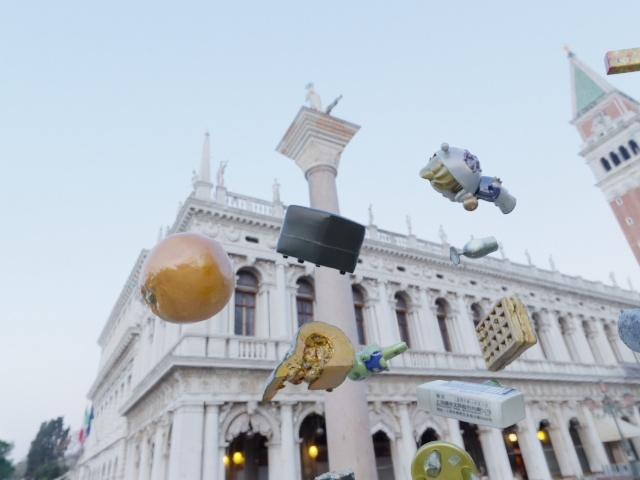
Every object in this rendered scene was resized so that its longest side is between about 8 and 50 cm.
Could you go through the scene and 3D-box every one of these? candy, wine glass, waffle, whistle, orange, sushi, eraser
[{"bbox_3d":[0.917,-0.534,1.258,0.122,0.062,0.038,-2,-20,17],"label":"candy"},{"bbox_3d":[0.748,0.047,2.065,0.222,0.103,0.103,-15,-29,-7],"label":"wine glass"},{"bbox_3d":[0.760,0.396,1.771,0.098,0.224,0.328,3,-37,-5],"label":"waffle"},{"bbox_3d":[0.165,0.375,1.318,0.227,0.085,0.105,-25,-44,5],"label":"whistle"},{"bbox_3d":[-0.439,0.126,1.397,0.312,0.312,0.312,-4,-29,-2],"label":"orange"},{"bbox_3d":[0.038,0.658,1.129,0.090,0.078,0.150,3,-33,-32],"label":"sushi"},{"bbox_3d":[0.425,0.464,1.221,0.124,0.081,0.279,1,-9,-38],"label":"eraser"}]

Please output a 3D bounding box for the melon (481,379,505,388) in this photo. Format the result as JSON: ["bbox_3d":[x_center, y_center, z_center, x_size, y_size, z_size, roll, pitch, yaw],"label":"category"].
[{"bbox_3d":[0.621,0.596,1.564,0.114,0.114,0.167,12,-73,-28],"label":"melon"}]

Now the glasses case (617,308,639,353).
[{"bbox_3d":[0.770,0.213,0.879,0.067,0.109,0.282,-22,12,-21],"label":"glasses case"}]

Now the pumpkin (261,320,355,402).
[{"bbox_3d":[-0.020,0.355,1.152,0.190,0.280,0.139,33,-56,4],"label":"pumpkin"}]

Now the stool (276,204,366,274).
[{"bbox_3d":[0.000,0.000,1.089,0.232,0.141,0.232,15,-3,1],"label":"stool"}]

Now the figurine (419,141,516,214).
[{"bbox_3d":[0.391,-0.144,1.086,0.274,0.194,0.133,30,-58,-5],"label":"figurine"}]

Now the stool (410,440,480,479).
[{"bbox_3d":[0.198,0.398,0.676,0.134,0.135,0.110,-20,-5,16],"label":"stool"}]
